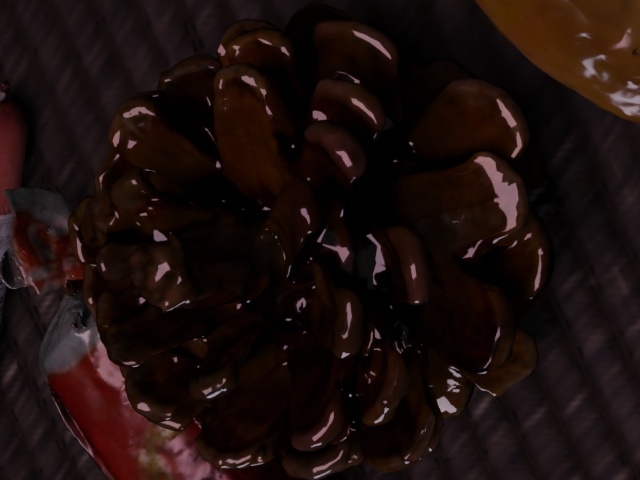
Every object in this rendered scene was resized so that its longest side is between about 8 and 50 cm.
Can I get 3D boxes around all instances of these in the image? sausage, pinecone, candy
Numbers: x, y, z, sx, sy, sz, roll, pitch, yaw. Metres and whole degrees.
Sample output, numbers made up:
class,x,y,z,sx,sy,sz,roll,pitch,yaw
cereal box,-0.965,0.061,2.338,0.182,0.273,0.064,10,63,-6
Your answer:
class,x,y,z,sx,sy,sz,roll,pitch,yaw
sausage,-0.162,0.031,0.847,0.029,0.029,0.223,20,113,18
pinecone,-0.001,0.001,0.681,0.150,0.195,0.179,-26,81,48
candy,-0.047,0.093,0.781,0.059,0.086,0.292,-38,89,26

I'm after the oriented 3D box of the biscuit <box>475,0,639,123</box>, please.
class,x,y,z,sx,sy,sz,roll,pitch,yaw
biscuit,0.129,-0.165,0.603,0.213,0.091,0.274,9,114,4
